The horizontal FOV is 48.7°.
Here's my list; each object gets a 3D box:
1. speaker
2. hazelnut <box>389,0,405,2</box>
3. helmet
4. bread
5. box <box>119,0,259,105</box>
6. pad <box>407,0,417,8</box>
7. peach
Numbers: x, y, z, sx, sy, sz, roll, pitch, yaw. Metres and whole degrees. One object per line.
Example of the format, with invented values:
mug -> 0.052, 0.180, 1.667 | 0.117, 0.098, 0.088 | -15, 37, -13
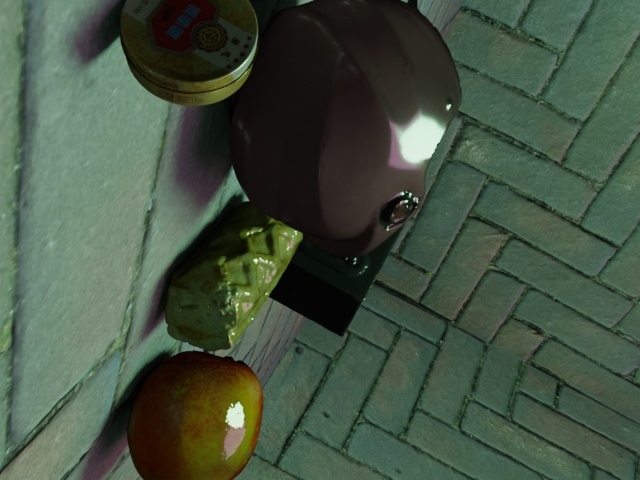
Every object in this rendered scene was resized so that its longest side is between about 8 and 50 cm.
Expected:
speaker -> 0.000, 0.000, 1.311 | 0.232, 0.254, 0.184 | -57, 173, -32
hazelnut -> 0.105, -0.296, 1.221 | 0.229, 0.229, 0.229 | -61, 173, -12
helmet -> -0.003, -0.136, 0.849 | 0.197, 0.271, 0.338 | -1, 129, -48
bread -> -0.123, 0.035, 1.075 | 0.152, 0.130, 0.267 | -20, -156, 38
box -> -0.100, -0.157, 0.546 | 0.105, 0.105, 0.037 | -60, 179, -21
pad -> 0.207, -0.532, 1.816 | 0.181, 0.004, 0.267 | -62, 173, 3
peach -> -0.199, 0.292, 1.148 | 0.231, 0.231, 0.231 | -61, 173, -12
